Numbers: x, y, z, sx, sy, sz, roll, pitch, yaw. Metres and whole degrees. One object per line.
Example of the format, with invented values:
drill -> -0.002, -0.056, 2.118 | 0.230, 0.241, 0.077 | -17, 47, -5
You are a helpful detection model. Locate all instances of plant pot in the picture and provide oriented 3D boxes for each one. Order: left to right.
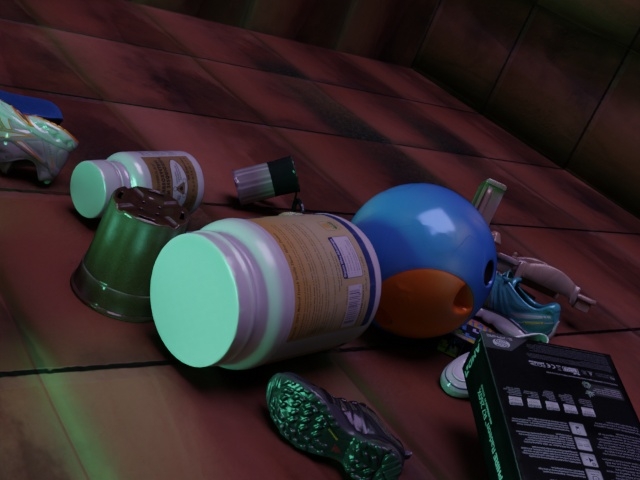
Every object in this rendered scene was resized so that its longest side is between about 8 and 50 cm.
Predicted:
plant pot -> -0.290, 0.013, 1.342 | 0.167, 0.165, 0.167 | 19, 23, -8

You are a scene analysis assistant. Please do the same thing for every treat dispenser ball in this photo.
treat dispenser ball -> 0.180, 0.037, 1.575 | 0.288, 0.288, 0.288 | 20, 23, -9

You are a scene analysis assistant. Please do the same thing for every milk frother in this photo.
milk frother -> -0.108, -0.094, 1.850 | 0.134, 0.129, 0.143 | -15, 63, -2

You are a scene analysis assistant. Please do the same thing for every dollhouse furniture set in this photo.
dollhouse furniture set -> 0.481, 0.018, 1.837 | 0.355, 0.174, 0.303 | 25, 2, 3

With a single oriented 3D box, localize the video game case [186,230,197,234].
video game case -> -0.228, 0.045, 1.515 | 0.190, 0.022, 0.173 | 37, 26, 30

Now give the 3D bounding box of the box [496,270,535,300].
box -> 0.380, 0.116, 1.920 | 0.145, 0.038, 0.186 | 36, 25, 30

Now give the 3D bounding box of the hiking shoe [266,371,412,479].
hiking shoe -> 0.023, 0.266, 1.223 | 0.227, 0.086, 0.114 | 36, 12, 13

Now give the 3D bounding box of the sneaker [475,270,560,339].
sneaker -> 0.352, 0.105, 1.705 | 0.275, 0.110, 0.107 | 31, 20, 22

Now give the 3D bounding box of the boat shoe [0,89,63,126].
boat shoe -> -0.638, -0.238, 1.667 | 0.258, 0.089, 0.109 | 13, 37, -32

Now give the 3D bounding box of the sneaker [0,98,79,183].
sneaker -> -0.586, -0.192, 1.556 | 0.262, 0.121, 0.099 | 25, -5, -10

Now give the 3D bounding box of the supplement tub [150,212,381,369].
supplement tub -> -0.080, 0.075, 1.324 | 0.228, 0.228, 0.316 | 39, 27, 32

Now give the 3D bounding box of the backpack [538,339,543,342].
backpack -> 0.395, 0.271, 1.489 | 0.182, 0.152, 0.115 | 20, 25, -42

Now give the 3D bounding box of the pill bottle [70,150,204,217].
pill bottle -> -0.339, -0.101, 1.585 | 0.131, 0.131, 0.229 | 37, 27, 29

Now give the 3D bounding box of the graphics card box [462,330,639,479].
graphics card box -> 0.350, 0.297, 1.221 | 0.232, 0.094, 0.371 | 10, 35, -10

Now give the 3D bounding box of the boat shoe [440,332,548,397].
boat shoe -> 0.313, 0.211, 1.530 | 0.226, 0.076, 0.083 | -16, 50, -32

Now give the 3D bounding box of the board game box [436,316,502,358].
board game box -> 0.319, 0.201, 1.664 | 0.170, 0.048, 0.141 | 25, 24, 3

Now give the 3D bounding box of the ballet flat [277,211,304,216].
ballet flat -> 0.000, 0.000, 1.777 | 0.206, 0.073, 0.067 | 18, 37, -3
